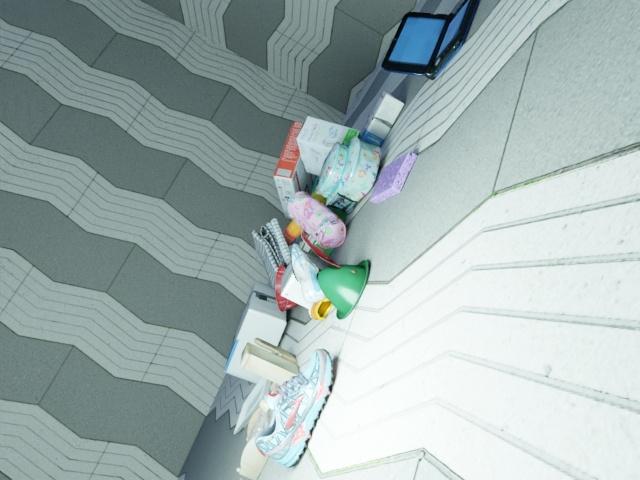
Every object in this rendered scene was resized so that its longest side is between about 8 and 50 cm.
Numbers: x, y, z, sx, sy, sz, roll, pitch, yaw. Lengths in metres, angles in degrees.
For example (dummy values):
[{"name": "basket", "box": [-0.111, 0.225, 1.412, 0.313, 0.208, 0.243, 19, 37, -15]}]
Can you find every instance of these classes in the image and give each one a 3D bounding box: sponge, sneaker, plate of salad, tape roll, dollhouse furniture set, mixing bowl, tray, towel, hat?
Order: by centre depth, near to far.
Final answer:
[{"name": "sneaker", "box": [-0.060, 0.353, 1.056, 0.262, 0.125, 0.104, -66, 9, -18]}, {"name": "hat", "box": [0.006, 0.090, 1.258, 0.173, 0.183, 0.208, -64, 8, -2]}, {"name": "sponge", "box": [0.206, -0.178, 1.390, 0.117, 0.031, 0.210, -65, 9, -9]}, {"name": "dollhouse furniture set", "box": [-0.217, 0.499, 1.405, 0.356, 0.173, 0.303, -63, 8, 1]}, {"name": "sneaker", "box": [0.027, 0.156, 1.417, 0.067, 0.064, 0.175, 1, 67, 56]}, {"name": "sneaker", "box": [-0.037, 0.093, 1.425, 0.237, 0.086, 0.085, -117, 13, -47]}, {"name": "tray", "box": [-0.243, 0.593, 1.765, 0.270, 0.030, 0.145, -58, 11, 32]}, {"name": "mixing bowl", "box": [-0.107, 0.184, 1.861, 0.181, 0.098, 0.182, 180, 90, -70]}, {"name": "tape roll", "box": [0.000, 0.000, 1.953, 0.321, 0.077, 0.321, -60, 9, 16]}, {"name": "towel", "box": [-0.202, 0.073, 2.084, 0.121, 0.235, 0.284, -21, -20, -12]}, {"name": "plate of salad", "box": [-0.092, 0.036, 2.182, 0.200, 0.048, 0.200, -60, -8, -14]}]

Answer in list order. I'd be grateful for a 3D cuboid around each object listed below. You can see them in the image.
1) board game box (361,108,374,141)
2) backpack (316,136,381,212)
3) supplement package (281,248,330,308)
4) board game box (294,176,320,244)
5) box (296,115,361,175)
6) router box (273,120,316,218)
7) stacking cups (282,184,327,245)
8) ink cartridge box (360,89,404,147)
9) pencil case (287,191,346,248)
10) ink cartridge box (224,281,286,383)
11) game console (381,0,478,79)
[{"name": "board game box", "box": [0.152, -0.399, 2.346, 0.390, 0.050, 0.390, -50, 15, 58]}, {"name": "backpack", "box": [0.106, -0.246, 1.721, 0.253, 0.191, 0.225, -34, 37, 57]}, {"name": "supplement package", "box": [-0.048, 0.130, 1.640, 0.139, 0.133, 0.244, -62, 8, 6]}, {"name": "board game box", "box": [-0.029, -0.132, 2.324, 0.336, 0.079, 0.254, 126, 151, -47]}, {"name": "box", "box": [0.043, -0.360, 1.977, 0.262, 0.231, 0.127, 69, -136, -66]}, {"name": "router box", "box": [-0.101, -0.303, 2.140, 0.336, 0.082, 0.301, 80, -156, -61]}, {"name": "stacking cups", "box": [-0.065, -0.096, 2.119, 0.316, 0.096, 0.096, -52, 13, 28]}, {"name": "ink cartridge box", "box": [0.244, -0.485, 1.919, 0.203, 0.085, 0.148, -60, 9, 21]}, {"name": "pencil case", "box": [-0.020, -0.078, 1.751, 0.124, 0.124, 0.284, -61, 40, 14]}, {"name": "ink cartridge box", "box": [-0.266, 0.376, 2.045, 0.395, 0.166, 0.286, -108, 40, -78]}, {"name": "game console", "box": [0.358, -0.686, 1.548, 0.293, 0.173, 0.250, -67, 9, -22]}]
